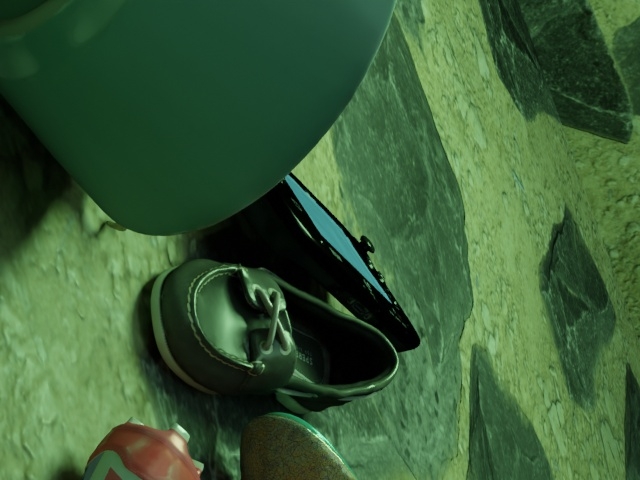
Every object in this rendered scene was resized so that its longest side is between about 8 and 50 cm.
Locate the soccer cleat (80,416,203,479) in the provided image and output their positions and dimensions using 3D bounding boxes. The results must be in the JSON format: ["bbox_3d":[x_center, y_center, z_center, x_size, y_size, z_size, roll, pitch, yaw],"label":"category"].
[{"bbox_3d":[-0.093,0.227,1.085,0.095,0.083,0.248,-53,133,-37],"label":"soccer cleat"}]

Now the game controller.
[{"bbox_3d":[0.000,0.000,1.461,0.166,0.067,0.319,47,2,32],"label":"game controller"}]

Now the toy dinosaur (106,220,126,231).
[{"bbox_3d":[-0.128,-0.052,1.154,0.183,0.053,0.092,-130,-146,-58],"label":"toy dinosaur"}]

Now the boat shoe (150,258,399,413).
[{"bbox_3d":[-0.030,0.076,1.328,0.335,0.095,0.112,31,47,-65],"label":"boat shoe"}]

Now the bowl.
[{"bbox_3d":[-0.112,-0.177,1.037,0.163,0.311,0.311,30,45,-39],"label":"bowl"}]

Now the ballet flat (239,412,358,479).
[{"bbox_3d":[0.005,0.283,1.278,0.316,0.107,0.106,66,34,-26],"label":"ballet flat"}]
